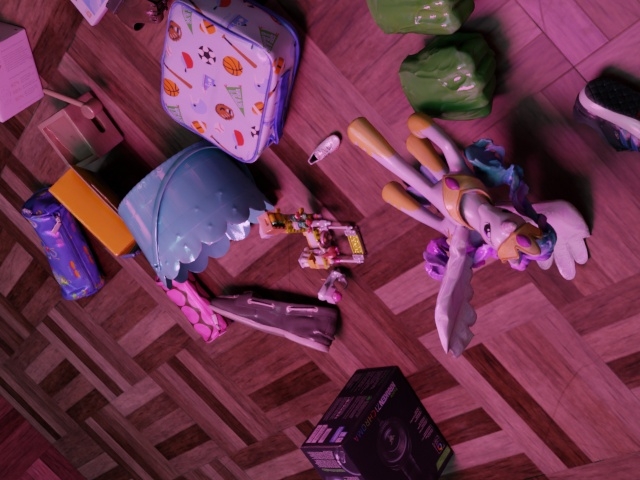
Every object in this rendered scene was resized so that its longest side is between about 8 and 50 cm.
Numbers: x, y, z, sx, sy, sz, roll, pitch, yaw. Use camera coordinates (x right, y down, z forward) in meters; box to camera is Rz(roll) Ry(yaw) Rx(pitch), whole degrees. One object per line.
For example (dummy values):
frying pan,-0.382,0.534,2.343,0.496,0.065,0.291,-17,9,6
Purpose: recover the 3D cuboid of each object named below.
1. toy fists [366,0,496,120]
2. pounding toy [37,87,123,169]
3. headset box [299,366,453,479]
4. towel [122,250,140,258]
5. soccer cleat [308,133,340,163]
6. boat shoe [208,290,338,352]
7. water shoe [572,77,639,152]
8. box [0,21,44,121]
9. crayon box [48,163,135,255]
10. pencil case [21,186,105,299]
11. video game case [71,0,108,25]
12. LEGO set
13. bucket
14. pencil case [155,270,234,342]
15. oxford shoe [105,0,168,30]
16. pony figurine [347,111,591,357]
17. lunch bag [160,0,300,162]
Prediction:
toy fists,0.176,-0.300,1.271,0.142,0.096,0.279,9,133,50
pounding toy,-0.509,-0.267,1.852,0.206,0.094,0.181,-16,114,46
headset box,0.132,0.461,1.867,0.131,0.246,0.283,-14,115,46
towel,-0.494,-0.010,2.123,0.067,0.029,0.120,-7,121,42
soccer cleat,0.007,-0.164,1.572,0.029,0.035,0.083,48,140,-7
boat shoe,-0.101,0.160,1.926,0.335,0.096,0.112,15,169,34
water shoe,0.451,-0.154,1.211,0.203,0.073,0.080,38,162,11
box,-0.701,-0.370,1.888,0.091,0.130,0.171,20,135,26
crayon box,-0.472,-0.063,1.880,0.202,0.081,0.318,45,177,-3
pencil case,-0.650,0.013,2.197,0.133,0.119,0.306,34,147,46
video game case,-0.445,-0.533,1.611,0.193,0.023,0.212,51,140,-7
LEGO set,0.000,0.000,1.651,0.107,0.132,0.287,1,148,31
bucket,-0.247,-0.056,1.697,0.183,0.281,0.281,51,140,2
pencil case,-0.301,0.143,2.057,0.209,0.095,0.098,50,175,-12
oxford shoe,-0.302,-0.444,1.543,0.096,0.083,0.227,48,152,-11
pony figurine,0.228,-0.024,1.333,0.363,0.302,0.351,46,175,36
lunch bag,-0.157,-0.286,1.523,0.243,0.115,0.303,30,144,10
